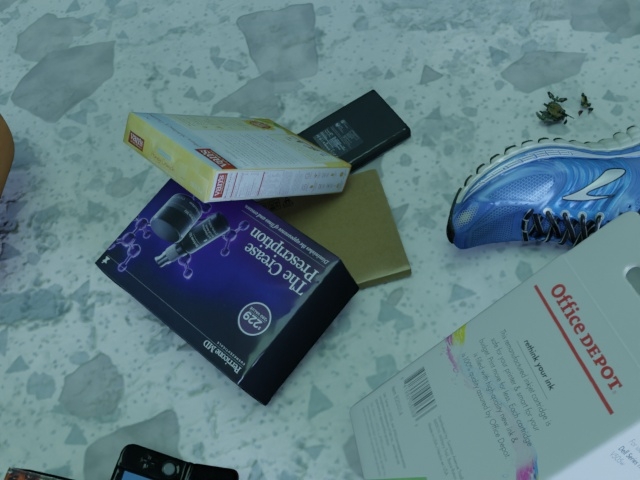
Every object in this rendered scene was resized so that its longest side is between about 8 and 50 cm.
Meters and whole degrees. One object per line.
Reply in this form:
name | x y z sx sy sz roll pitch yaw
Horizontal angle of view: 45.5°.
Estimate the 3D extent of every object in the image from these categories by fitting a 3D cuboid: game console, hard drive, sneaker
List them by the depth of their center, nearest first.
game console | -0.173 0.301 0.820 0.124 0.085 0.144 24 63 -13
sneaker | 0.315 -0.041 0.915 0.330 0.130 0.147 -14 58 1
hard drive | 0.046 -0.148 1.075 0.135 0.022 0.094 -32 61 -9

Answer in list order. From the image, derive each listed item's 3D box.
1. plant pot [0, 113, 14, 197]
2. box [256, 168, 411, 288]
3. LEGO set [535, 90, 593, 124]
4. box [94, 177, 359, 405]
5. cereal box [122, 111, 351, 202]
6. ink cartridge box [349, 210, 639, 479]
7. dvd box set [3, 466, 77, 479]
plant pot | -0.547 -0.096 1.009 0.290 0.291 0.203 5 46 11
box | 0.000 0.000 1.001 0.201 0.021 0.164 -16 60 0
LEGO set | 0.332 -0.178 1.052 0.083 0.023 0.054 3 63 -5
box | -0.115 0.044 0.931 0.261 0.103 0.184 33 80 28
cereal box | -0.101 -0.108 0.962 0.173 0.047 0.240 35 27 34
ink cartridge box | 0.208 0.159 0.707 0.353 0.119 0.207 -40 32 18
dvd box set | -0.223 0.458 0.722 0.307 0.062 0.420 8 72 15
